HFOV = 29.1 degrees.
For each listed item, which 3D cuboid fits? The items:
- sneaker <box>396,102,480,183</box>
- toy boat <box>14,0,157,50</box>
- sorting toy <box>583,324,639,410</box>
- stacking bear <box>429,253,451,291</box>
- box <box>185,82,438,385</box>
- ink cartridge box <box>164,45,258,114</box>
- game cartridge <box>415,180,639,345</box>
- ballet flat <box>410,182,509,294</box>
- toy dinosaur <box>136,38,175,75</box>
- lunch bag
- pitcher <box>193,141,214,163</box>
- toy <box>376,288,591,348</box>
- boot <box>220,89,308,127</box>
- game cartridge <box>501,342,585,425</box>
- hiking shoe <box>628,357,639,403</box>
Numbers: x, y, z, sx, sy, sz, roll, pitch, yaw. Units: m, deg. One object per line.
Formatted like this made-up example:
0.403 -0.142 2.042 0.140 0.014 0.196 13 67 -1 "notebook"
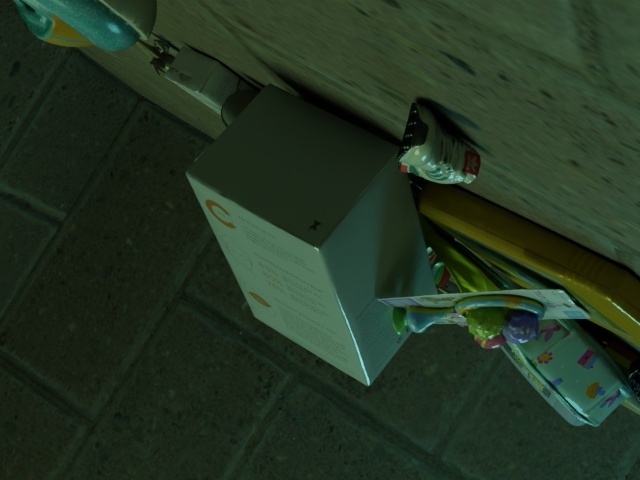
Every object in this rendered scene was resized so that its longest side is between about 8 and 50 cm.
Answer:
0.113 -0.084 1.135 0.075 0.057 0.161 15 176 4 "sneaker"
-0.321 -0.288 1.333 0.267 0.148 0.318 32 179 -36 "toy boat"
0.555 0.244 2.332 0.255 0.089 0.257 33 179 -32 "sorting toy"
0.175 0.041 2.395 0.175 0.164 0.289 32 -177 23 "stacking bear"
0.000 0.000 1.589 0.215 0.168 0.345 29 158 28 "box"
-0.149 -0.224 1.831 0.099 0.056 0.135 30 179 44 "ink cartridge box"
0.304 0.048 1.520 0.285 0.053 0.323 33 180 -44 "game cartridge"
0.166 0.016 1.713 0.231 0.077 0.077 50 -166 31 "ballet flat"
-0.252 -0.289 1.950 0.183 0.053 0.092 32 180 -12 "toy dinosaur"
0.363 0.151 1.970 0.279 0.108 0.224 45 -172 -29 "lunch bag"
-0.067 -0.106 1.797 0.207 0.125 0.178 -16 -176 -23 "pitcher"
0.202 0.103 1.537 0.237 0.056 0.137 -1 163 27 "toy"
-0.031 -0.156 1.666 0.246 0.083 0.161 32 167 12 "boot"
0.399 0.200 2.246 0.294 0.060 0.196 50 168 21 "game cartridge"
0.538 0.240 1.972 0.132 0.113 0.304 34 179 30 "hiking shoe"
